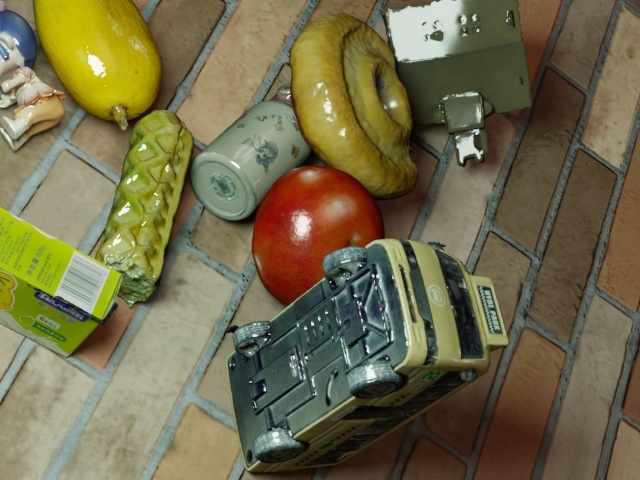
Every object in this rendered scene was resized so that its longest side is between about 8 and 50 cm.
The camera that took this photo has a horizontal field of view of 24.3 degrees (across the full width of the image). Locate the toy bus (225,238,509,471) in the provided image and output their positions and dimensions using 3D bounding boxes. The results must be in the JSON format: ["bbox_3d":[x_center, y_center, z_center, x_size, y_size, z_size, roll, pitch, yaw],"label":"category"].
[{"bbox_3d":[0.043,0.142,1.773,0.202,0.365,0.176,6,61,-35],"label":"toy bus"}]

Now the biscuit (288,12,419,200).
[{"bbox_3d":[0.048,-0.192,2.052,0.213,0.091,0.274,9,65,-55],"label":"biscuit"}]

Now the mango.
[{"bbox_3d":[-0.297,-0.279,1.958,0.176,0.119,0.316,7,55,-55],"label":"mango"}]

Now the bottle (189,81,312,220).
[{"bbox_3d":[-0.074,-0.130,2.034,0.110,0.110,0.233,45,48,-2],"label":"bottle"}]

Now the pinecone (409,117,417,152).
[{"bbox_3d":[0.092,-0.163,2.187,0.102,0.102,0.109,-2,36,-35],"label":"pinecone"}]

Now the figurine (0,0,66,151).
[{"bbox_3d":[-0.394,-0.219,1.891,0.102,0.111,0.195,-28,83,-24],"label":"figurine"}]

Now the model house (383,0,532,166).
[{"bbox_3d":[0.211,-0.233,2.255,0.211,0.204,0.243,-9,89,7],"label":"model house"}]

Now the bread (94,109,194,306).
[{"bbox_3d":[-0.221,-0.052,1.892,0.098,0.087,0.269,42,45,-38],"label":"bread"}]

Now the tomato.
[{"bbox_3d":[0.000,0.000,1.955,0.195,0.136,0.195,-9,104,-38],"label":"tomato"}]

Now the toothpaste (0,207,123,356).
[{"bbox_3d":[-0.396,0.016,1.725,0.327,0.110,0.077,30,51,-15],"label":"toothpaste"}]
